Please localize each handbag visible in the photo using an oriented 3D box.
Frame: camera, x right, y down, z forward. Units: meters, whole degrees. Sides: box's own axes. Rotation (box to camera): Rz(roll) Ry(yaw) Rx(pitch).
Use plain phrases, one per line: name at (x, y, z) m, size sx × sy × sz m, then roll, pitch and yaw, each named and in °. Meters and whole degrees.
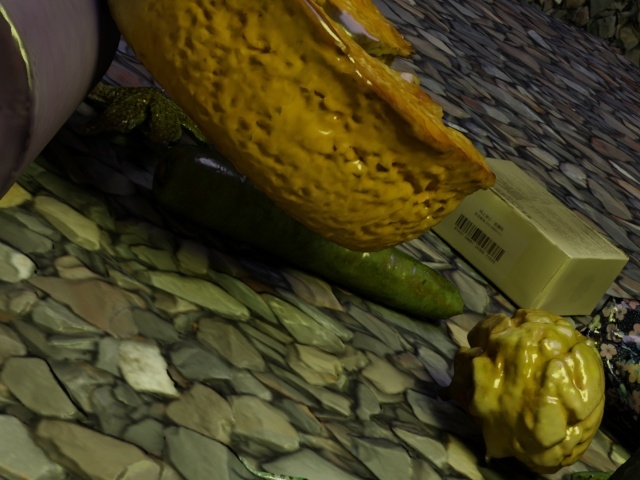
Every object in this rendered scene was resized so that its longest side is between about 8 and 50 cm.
handbag at (0.382, 0.163, 1.492) m, size 0.229 × 0.127 × 0.207 m, roll 15°, pitch 33°, yaw -41°

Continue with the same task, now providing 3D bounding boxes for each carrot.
carrot at (0.000, 0.000, 1.381) m, size 0.359 × 0.074 × 0.074 m, roll 24°, pitch 22°, yaw -26°

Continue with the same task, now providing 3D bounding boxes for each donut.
donut at (-0.046, -0.179, 1.298) m, size 0.377 × 0.163 × 0.435 m, roll 43°, pitch 14°, yaw -23°

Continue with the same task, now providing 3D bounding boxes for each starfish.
starfish at (-0.192, -0.135, 1.452) m, size 0.176 × 0.053 × 0.208 m, roll 26°, pitch 13°, yaw 9°

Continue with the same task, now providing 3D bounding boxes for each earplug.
earplug at (-0.280, -0.162, 1.158) m, size 0.215 × 0.215 × 0.456 m, roll 31°, pitch 17°, yaw -5°

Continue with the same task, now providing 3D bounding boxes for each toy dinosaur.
toy dinosaur at (-0.014, 0.177, 1.020) m, size 0.083 × 0.021 × 0.062 m, roll 43°, pitch 15°, yaw 15°

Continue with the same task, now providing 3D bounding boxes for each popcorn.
popcorn at (0.186, 0.133, 1.263) m, size 0.167 × 0.152 × 0.148 m, roll 125°, pitch -56°, yaw -87°

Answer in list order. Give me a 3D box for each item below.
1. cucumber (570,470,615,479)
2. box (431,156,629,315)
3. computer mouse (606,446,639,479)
cucumber at (0.319, 0.250, 1.307) m, size 0.211 × 0.062 × 0.078 m, roll 9°, pitch -4°, yaw -36°
box at (0.240, -0.007, 1.720) m, size 0.212 × 0.095 × 0.168 m, roll 44°, pitch 21°, yaw 29°
computer mouse at (0.325, 0.244, 1.162) m, size 0.295 × 0.168 × 0.087 m, roll 12°, pitch 30°, yaw -39°
